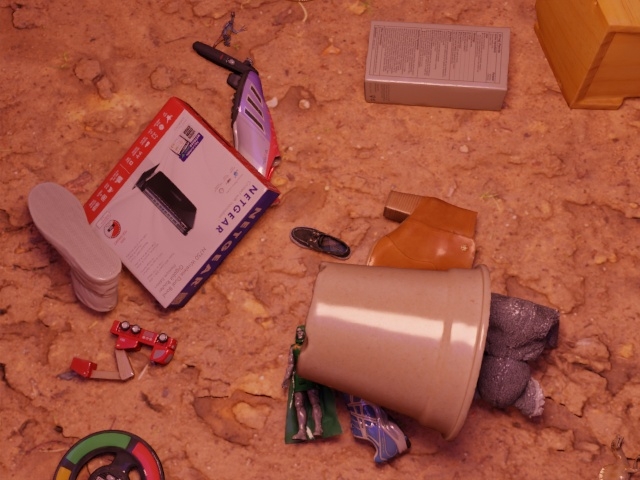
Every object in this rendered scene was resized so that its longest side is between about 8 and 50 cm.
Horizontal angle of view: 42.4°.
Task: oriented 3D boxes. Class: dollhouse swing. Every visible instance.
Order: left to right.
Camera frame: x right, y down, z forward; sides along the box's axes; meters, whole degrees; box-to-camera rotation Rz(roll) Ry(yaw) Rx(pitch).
[{"bbox_3d":[0.660,-0.463,1.706,0.304,0.347,0.315,-17,72,0],"label":"dollhouse swing"}]

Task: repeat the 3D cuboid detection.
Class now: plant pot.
[{"bbox_3d":[0.124,0.176,1.534,0.305,0.334,0.334,12,74,1],"label":"plant pot"}]

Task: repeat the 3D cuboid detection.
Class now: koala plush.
[{"bbox_3d":[0.360,0.223,1.607,0.196,0.203,0.221,14,86,9],"label":"koala plush"}]

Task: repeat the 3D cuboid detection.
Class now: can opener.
[{"bbox_3d":[-0.220,-0.412,1.910,0.186,0.059,0.073,34,78,13],"label":"can opener"}]

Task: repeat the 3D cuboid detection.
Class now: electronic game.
[{"bbox_3d":[-0.422,0.493,1.643,0.229,0.048,0.229,-1,72,4],"label":"electronic game"}]

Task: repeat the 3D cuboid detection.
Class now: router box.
[{"bbox_3d":[-0.302,-0.079,1.745,0.301,0.082,0.335,43,99,16],"label":"router box"}]

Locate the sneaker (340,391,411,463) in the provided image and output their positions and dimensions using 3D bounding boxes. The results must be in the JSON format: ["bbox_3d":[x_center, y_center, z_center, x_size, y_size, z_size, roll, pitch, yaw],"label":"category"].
[{"bbox_3d":[0.084,0.344,1.634,0.081,0.080,0.211,-39,69,-7],"label":"sneaker"}]

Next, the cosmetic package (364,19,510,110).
[{"bbox_3d":[0.258,-0.389,1.838,0.309,0.113,0.160,6,73,6],"label":"cosmetic package"}]

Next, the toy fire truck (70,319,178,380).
[{"bbox_3d":[-0.407,0.240,1.723,0.192,0.047,0.135,16,75,9],"label":"toy fire truck"}]

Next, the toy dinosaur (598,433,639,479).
[{"bbox_3d":[0.578,0.470,1.580,0.092,0.053,0.183,9,65,23],"label":"toy dinosaur"}]

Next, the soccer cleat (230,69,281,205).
[{"bbox_3d":[-0.138,-0.222,1.821,0.116,0.108,0.318,2,77,5],"label":"soccer cleat"}]

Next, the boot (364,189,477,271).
[{"bbox_3d":[0.205,0.044,1.710,0.211,0.104,0.295,18,74,7],"label":"boot"}]

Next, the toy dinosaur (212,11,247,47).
[{"bbox_3d":[-0.221,-0.503,1.951,0.090,0.047,0.082,-13,53,11],"label":"toy dinosaur"}]

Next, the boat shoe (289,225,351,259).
[{"bbox_3d":[0.000,0.000,1.771,0.142,0.040,0.049,20,75,10],"label":"boat shoe"}]

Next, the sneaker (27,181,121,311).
[{"bbox_3d":[-0.522,0.023,1.740,0.108,0.169,0.292,-27,64,-30],"label":"sneaker"}]

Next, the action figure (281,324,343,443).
[{"bbox_3d":[-0.029,0.283,1.667,0.137,0.063,0.232,-16,64,24],"label":"action figure"}]
